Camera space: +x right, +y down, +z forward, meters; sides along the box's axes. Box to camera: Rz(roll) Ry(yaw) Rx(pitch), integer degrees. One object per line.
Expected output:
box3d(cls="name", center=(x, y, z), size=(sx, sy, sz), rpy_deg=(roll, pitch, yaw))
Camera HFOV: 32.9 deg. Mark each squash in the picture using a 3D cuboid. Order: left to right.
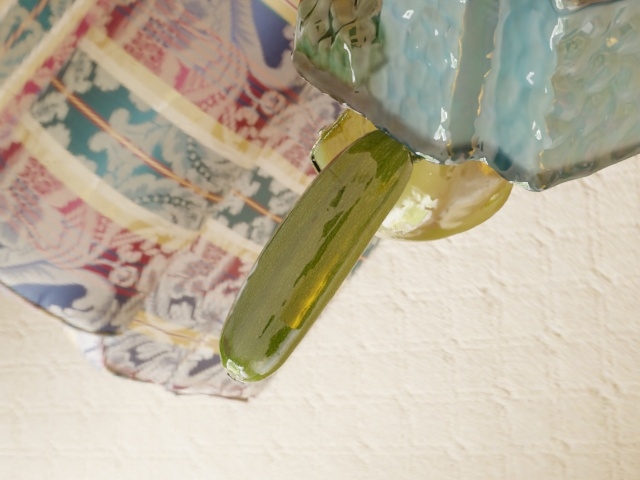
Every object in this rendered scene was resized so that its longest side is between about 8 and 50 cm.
box3d(cls="squash", center=(0.000, 0.000, 0.822), size=(0.066, 0.066, 0.252), rpy_deg=(35, 92, 29))

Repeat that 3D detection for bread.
box3d(cls="bread", center=(0.107, -0.076, 1.073), size=(0.260, 0.158, 0.156), rpy_deg=(17, 107, 54))

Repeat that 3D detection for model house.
box3d(cls="model house", center=(0.179, -0.268, 0.769), size=(0.297, 0.360, 0.339), rpy_deg=(47, 143, 39))
